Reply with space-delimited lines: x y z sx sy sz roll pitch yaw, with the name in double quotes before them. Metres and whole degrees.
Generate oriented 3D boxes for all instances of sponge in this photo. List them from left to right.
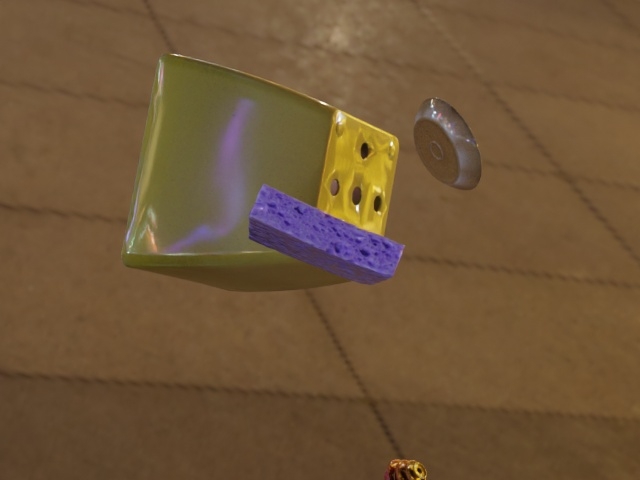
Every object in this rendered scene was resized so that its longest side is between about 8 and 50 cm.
"sponge" 0.000 0.000 1.208 0.117 0.031 0.210 23 -5 -1

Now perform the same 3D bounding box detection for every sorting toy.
"sorting toy" 0.116 0.274 1.637 0.102 0.042 0.061 35 38 -25

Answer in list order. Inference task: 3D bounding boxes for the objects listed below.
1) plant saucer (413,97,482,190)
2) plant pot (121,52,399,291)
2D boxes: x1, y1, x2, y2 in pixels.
"plant saucer" 0.100 -0.076 1.233 0.015 0.083 0.083 -28 51 -24
"plant pot" -0.044 -0.052 1.483 0.187 0.212 0.212 9 -5 30
